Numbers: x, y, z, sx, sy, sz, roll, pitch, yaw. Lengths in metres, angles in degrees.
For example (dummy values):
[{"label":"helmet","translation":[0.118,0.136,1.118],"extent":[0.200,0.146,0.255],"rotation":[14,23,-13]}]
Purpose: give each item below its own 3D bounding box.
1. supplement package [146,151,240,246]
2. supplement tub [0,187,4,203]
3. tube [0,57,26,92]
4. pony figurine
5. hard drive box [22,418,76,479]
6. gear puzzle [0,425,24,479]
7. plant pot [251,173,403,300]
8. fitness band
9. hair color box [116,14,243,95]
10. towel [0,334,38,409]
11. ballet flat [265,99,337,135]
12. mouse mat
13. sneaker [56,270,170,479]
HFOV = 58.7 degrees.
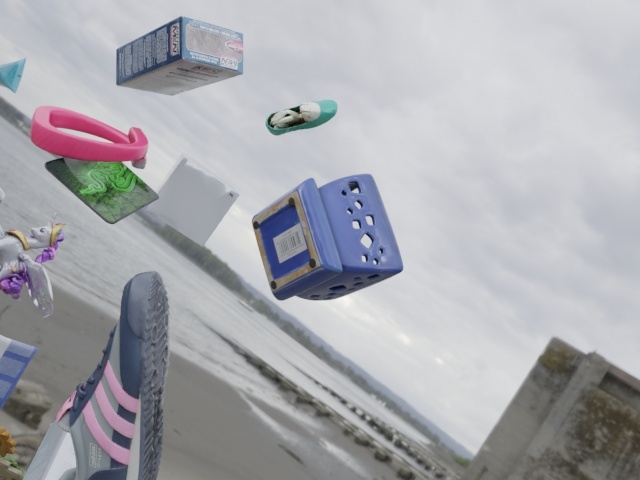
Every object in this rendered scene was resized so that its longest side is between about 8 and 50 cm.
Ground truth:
[{"label":"supplement package","translation":[-0.400,-0.136,1.774],"extent":[0.198,0.199,0.263],"rotation":[35,1,-19]},{"label":"supplement tub","translation":[-0.839,-0.063,1.292],"extent":[0.144,0.199,0.144],"rotation":[21,-22,9]},{"label":"tube","translation":[-0.717,-0.383,1.320],"extent":[0.052,0.080,0.207],"rotation":[10,7,-39]},{"label":"pony figurine","translation":[-1.042,0.087,1.941],"extent":[0.363,0.351,0.303],"rotation":[-6,5,-35]},{"label":"hard drive box","translation":[-0.402,0.423,0.970],"extent":[0.181,0.089,0.232],"rotation":[44,20,-21]},{"label":"gear puzzle","translation":[-0.672,0.446,1.132],"extent":[0.175,0.339,0.044],"rotation":[29,34,-7]},{"label":"plant pot","translation":[0.000,0.000,1.214],"extent":[0.212,0.236,0.236],"rotation":[-3,-19,-45]},{"label":"fitness band","translation":[-0.449,-0.202,1.110],"extent":[0.209,0.054,0.291],"rotation":[9,17,-28]},{"label":"hair color box","translation":[-0.365,-0.458,1.448],"extent":[0.174,0.105,0.347],"rotation":[-1,3,-44]},{"label":"towel","translation":[-0.778,0.257,1.187],"extent":[0.285,0.209,0.034],"rotation":[30,7,-30]},{"label":"ballet flat","translation":[-0.067,-0.396,1.820],"extent":[0.247,0.083,0.087],"rotation":[-14,-11,20]},{"label":"mouse mat","translation":[-0.388,-0.106,1.034],"extent":[0.152,0.007,0.189],"rotation":[42,21,-5]},{"label":"sneaker","translation":[-0.267,0.191,0.716],"extent":[0.131,0.319,0.112],"rotation":[7,5,1]}]
